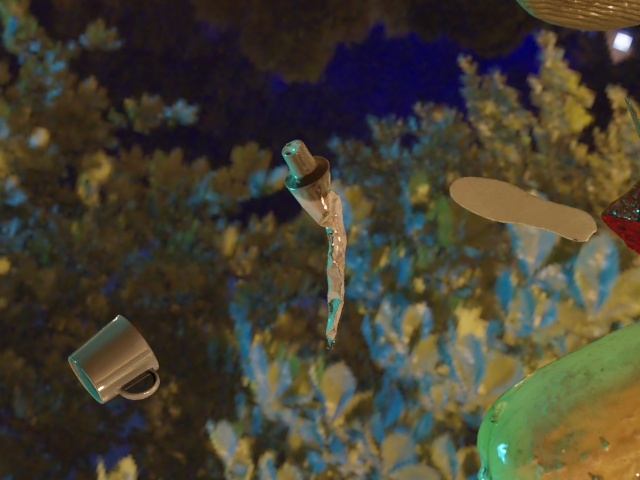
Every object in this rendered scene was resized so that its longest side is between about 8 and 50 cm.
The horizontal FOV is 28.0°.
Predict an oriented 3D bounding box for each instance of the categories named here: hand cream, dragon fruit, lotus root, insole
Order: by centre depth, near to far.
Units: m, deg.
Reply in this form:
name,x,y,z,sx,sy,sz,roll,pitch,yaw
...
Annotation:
name,x,y,z,sx,sy,sz,roll,pitch,yaw
lotus root,0.290,0.151,1.083,0.343,0.169,0.151,-24,-163,-5
hand cream,0.004,0.000,1.388,0.050,0.257,0.084,-6,-144,11
insole,0.262,-0.042,1.658,0.197,0.004,0.065,16,-125,-1
dragon fruit,0.602,-0.015,2.254,0.192,0.092,0.122,44,167,-10

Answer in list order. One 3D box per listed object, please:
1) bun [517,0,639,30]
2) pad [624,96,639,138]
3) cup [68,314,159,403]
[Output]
name,x,y,z,sx,sy,sz,roll,pitch,yaw
bun,0.234,-0.259,1.069,0.173,0.113,0.167,24,150,-31
pad,0.394,0.036,1.348,0.007,0.367,0.247,-20,-169,13
cup,-0.233,0.147,1.477,0.077,0.078,0.100,-37,-116,-21
